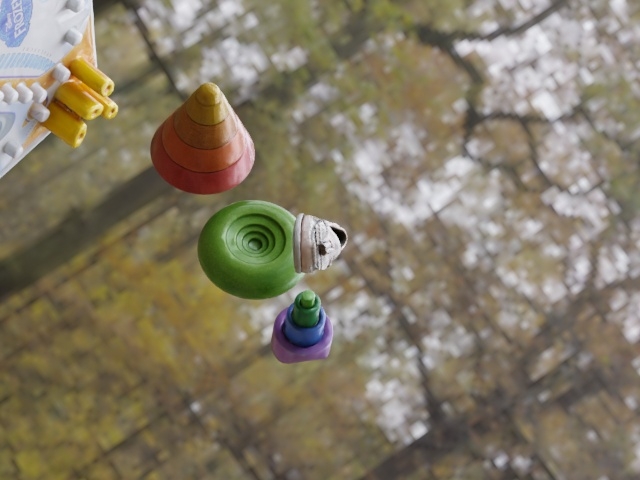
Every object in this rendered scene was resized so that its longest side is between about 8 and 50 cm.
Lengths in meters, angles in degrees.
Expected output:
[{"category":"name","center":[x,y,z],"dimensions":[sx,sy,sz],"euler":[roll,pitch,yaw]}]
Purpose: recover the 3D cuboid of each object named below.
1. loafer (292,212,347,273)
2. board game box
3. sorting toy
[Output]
[{"category":"loafer","center":[0.000,0.000,1.408],"dimensions":[0.125,0.039,0.045],"euler":[-71,162,-83]},{"category":"board game box","center":[-0.307,-0.107,1.450],"dimensions":[0.050,0.390,0.390],"euler":[36,-27,15]},{"category":"sorting toy","center":[-0.079,-0.038,1.989],"dimensions":[0.126,0.127,0.365],"euler":[101,-34,-56]}]
